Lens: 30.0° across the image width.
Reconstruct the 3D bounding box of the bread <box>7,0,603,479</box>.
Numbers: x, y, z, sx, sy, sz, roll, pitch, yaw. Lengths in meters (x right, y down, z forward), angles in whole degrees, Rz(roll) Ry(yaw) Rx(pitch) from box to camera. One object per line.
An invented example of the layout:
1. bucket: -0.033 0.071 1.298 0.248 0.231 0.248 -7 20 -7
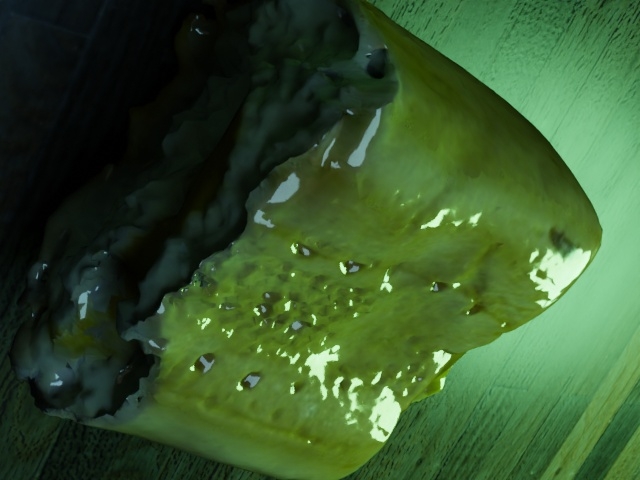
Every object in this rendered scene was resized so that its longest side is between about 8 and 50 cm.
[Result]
1. bread: 0.000 0.000 0.928 0.361 0.250 0.394 -46 139 20
